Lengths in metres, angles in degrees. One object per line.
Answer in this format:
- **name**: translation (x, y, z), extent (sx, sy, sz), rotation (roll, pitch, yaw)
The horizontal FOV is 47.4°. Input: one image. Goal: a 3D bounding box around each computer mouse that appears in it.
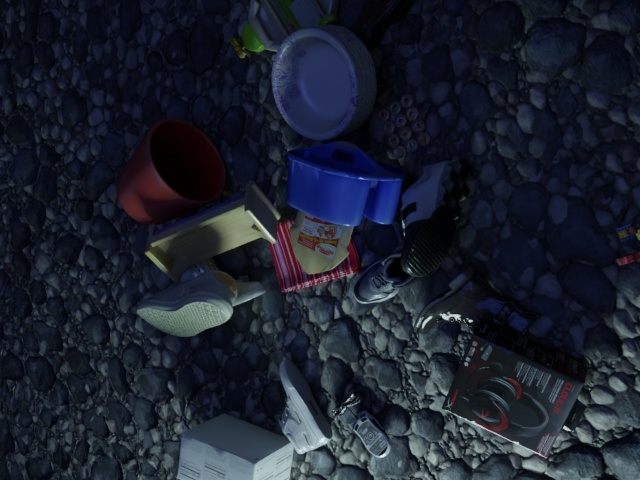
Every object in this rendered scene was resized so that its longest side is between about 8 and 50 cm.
- **computer mouse**: translation (0.123, 0.503, 1.975), extent (0.106, 0.042, 0.193), rotation (-49, 65, 18)

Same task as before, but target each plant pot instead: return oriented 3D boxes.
- **plant pot**: translation (-0.456, -0.180, 2.143), extent (0.243, 0.275, 0.275), rotation (-31, 78, 37)

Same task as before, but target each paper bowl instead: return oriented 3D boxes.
- **paper bowl**: translation (0.023, -0.409, 1.878), extent (0.284, 0.148, 0.284), rotation (18, 118, 36)

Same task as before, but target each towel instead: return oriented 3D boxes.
- **towel**: translation (-0.023, 0.022, 2.029), extent (0.274, 0.031, 0.199), rotation (-18, 84, 30)

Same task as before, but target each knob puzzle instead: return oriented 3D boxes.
- **knob puzzle**: translation (0.000, 0.000, 1.978), extent (0.213, 0.030, 0.213), rotation (2, 94, 30)

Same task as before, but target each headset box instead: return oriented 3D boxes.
- **headset box**: translation (0.462, 0.346, 1.693), extent (0.293, 0.110, 0.218), rotation (24, 113, 14)

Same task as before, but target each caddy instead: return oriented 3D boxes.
- **caddy**: translation (0.057, -0.158, 1.827), extent (0.341, 0.241, 0.179), rotation (26, 113, 50)

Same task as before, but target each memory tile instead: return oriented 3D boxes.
- **memory tile**: translation (0.214, -0.293, 1.880), extent (0.113, 0.012, 0.148), rotation (-27, 81, 29)

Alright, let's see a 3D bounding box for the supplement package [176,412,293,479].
- **supplement package**: translation (-0.242, 0.628, 2.097), extent (0.261, 0.204, 0.145), rotation (14, 101, 28)

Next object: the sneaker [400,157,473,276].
- **sneaker**: translation (0.248, -0.053, 1.766), extent (0.146, 0.122, 0.330), rotation (2, 53, 43)

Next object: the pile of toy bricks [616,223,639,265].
- **pile of toy bricks**: translation (0.725, -0.024, 1.554), extent (0.212, 0.105, 0.118), rotation (-24, 82, 29)

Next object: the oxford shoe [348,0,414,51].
- **oxford shoe**: translation (0.154, -0.589, 1.854), extent (0.227, 0.083, 0.096), rotation (-40, 73, 26)

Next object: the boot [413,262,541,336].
- **boot**: translation (0.376, 0.206, 1.785), extent (0.229, 0.091, 0.263), rotation (45, 120, 11)

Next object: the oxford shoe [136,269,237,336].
- **oxford shoe**: translation (-0.379, 0.180, 2.092), extent (0.449, 0.169, 0.130), rotation (-19, 41, 48)

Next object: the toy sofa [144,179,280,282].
- **toy sofa**: translation (-0.302, -0.040, 2.045), extent (0.362, 0.150, 0.177), rotation (-21, 42, 20)

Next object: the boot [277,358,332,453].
- **boot**: translation (-0.079, 0.474, 2.053), extent (0.123, 0.095, 0.258), rotation (-33, 79, 20)

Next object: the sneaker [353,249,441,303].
- **sneaker**: translation (0.171, 0.088, 1.850), extent (0.268, 0.153, 0.101), rotation (-31, 79, 27)

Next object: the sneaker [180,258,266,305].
- **sneaker**: translation (-0.302, 0.122, 2.151), extent (0.292, 0.108, 0.169), rotation (-17, 88, 31)

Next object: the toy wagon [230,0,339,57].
- **toy wagon**: translation (-0.106, -0.630, 2.008), extent (0.344, 0.068, 0.267), rotation (-35, 76, 28)
